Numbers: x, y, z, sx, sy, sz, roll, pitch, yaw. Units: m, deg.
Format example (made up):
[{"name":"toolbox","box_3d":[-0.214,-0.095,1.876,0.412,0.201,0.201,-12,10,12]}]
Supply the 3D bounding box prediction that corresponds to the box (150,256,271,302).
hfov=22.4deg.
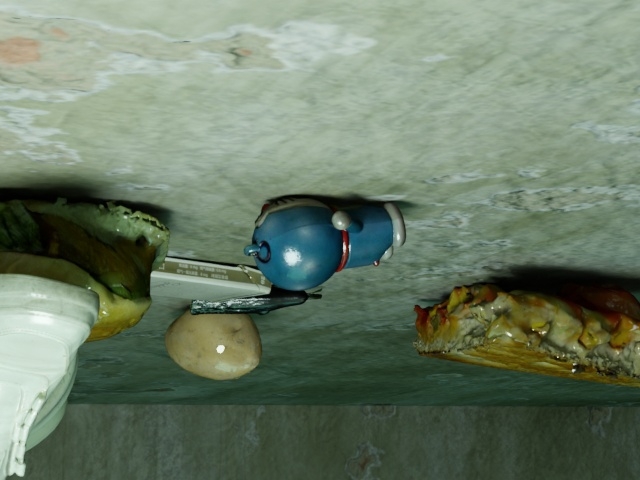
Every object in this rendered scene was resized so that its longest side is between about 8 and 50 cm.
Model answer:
[{"name":"box","box_3d":[-0.165,0.043,1.839,0.198,0.029,0.109,9,166,-40]}]

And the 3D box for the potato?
[{"name":"potato","box_3d":[-0.144,0.134,2.158,0.147,0.112,0.112,-1,173,41]}]

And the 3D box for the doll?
[{"name":"doll","box_3d":[0.000,0.000,1.481,0.152,0.085,0.114,-9,159,-22]}]

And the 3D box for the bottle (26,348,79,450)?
[{"name":"bottle","box_3d":[-0.405,0.152,1.879,0.229,0.229,0.352,2,170,-17]}]

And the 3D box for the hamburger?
[{"name":"hamburger","box_3d":[-0.284,0.038,1.500,0.285,0.134,0.265,4,165,-11]}]

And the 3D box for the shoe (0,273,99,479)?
[{"name":"shoe","box_3d":[-0.290,0.145,1.363,0.124,0.159,0.316,14,151,-29]}]

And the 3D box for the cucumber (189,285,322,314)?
[{"name":"cucumber","box_3d":[-0.080,0.074,2.001,0.163,0.039,0.043,0,-169,5]}]

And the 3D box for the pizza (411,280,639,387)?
[{"name":"pizza","box_3d":[0.294,0.103,1.963,0.440,0.130,0.406,7,172,19]}]
